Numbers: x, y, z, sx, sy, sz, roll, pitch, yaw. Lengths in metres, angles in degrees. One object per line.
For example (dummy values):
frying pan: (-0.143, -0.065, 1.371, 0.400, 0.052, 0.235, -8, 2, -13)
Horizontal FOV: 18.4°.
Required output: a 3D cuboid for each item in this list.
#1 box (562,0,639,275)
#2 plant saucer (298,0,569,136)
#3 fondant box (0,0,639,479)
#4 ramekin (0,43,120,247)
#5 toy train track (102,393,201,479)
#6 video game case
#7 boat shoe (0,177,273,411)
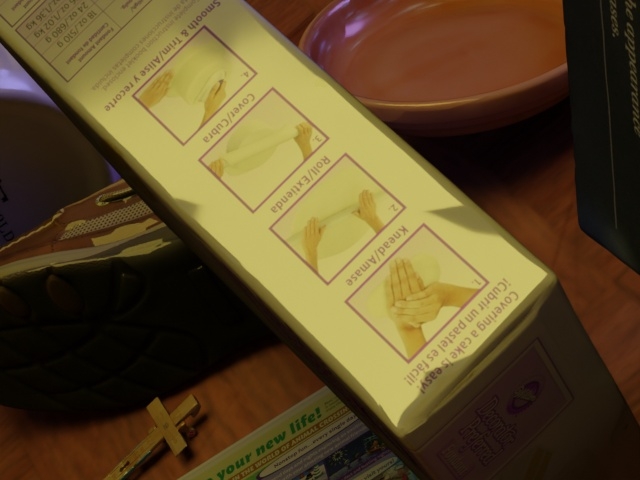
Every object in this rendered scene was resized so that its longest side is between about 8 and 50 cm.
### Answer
box: (0.278, -0.079, 0.773, 0.212, 0.293, 0.395, -20, 32, -18)
plant saucer: (0.086, -0.117, 1.195, 0.200, 0.037, 0.200, -10, 32, 6)
fondant box: (0.000, 0.000, 0.949, 0.096, 0.238, 0.330, -45, 58, -5)
ramekin: (-0.255, -0.034, 1.284, 0.273, 0.273, 0.127, -42, 47, -1)
toy train track: (-0.101, 0.126, 1.184, 0.083, 0.014, 0.048, -44, 43, 6)
video game case: (-0.029, 0.180, 1.055, 0.212, 0.023, 0.193, -33, 37, 12)
boat shoe: (-0.092, 0.011, 1.217, 0.324, 0.122, 0.120, -16, 36, 17)
